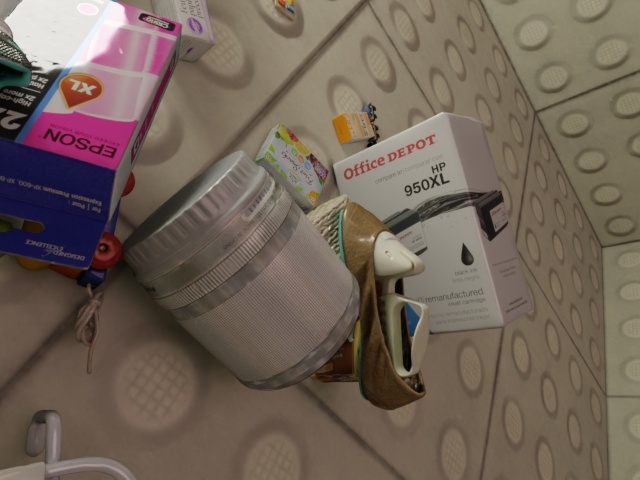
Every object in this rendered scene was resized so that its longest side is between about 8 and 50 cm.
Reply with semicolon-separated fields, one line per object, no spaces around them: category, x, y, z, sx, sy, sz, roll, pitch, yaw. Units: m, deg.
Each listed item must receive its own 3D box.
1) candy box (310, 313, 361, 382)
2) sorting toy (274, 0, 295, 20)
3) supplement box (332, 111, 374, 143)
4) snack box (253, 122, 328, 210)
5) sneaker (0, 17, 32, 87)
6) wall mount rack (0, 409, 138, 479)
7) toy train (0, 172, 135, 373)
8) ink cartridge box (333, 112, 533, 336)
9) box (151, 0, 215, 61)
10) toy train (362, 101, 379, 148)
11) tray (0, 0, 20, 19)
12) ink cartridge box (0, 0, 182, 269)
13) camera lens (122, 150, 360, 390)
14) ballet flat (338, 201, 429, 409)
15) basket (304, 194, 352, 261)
candy box;0.046;0.157;0.803;0.053;0.109;0.186;32;55;-37
sorting toy;-0.086;-0.522;0.962;0.083;0.012;0.061;17;66;-43
supplement box;0.078;-0.261;1.031;0.099;0.036;0.062;-22;94;-48
snack box;-0.053;-0.139;0.850;0.141;0.037;0.100;42;52;-30
sneaker;-0.338;-0.148;0.388;0.076;0.065;0.166;44;54;6
wall mount rack;-0.330;0.302;0.339;0.350;0.131;0.303;8;68;-40
toy train;-0.305;0.014;0.490;0.144;0.105;0.247;15;66;-32
ink cartridge box;0.216;-0.018;0.911;0.166;0.286;0.394;-7;82;-47
box;-0.248;-0.462;0.730;0.063;0.067;0.323;-9;83;-48
toy train;0.124;-0.268;1.092;0.036;0.027;0.158;5;74;-35
tray;-0.376;-0.408;0.601;0.145;0.030;0.270;53;45;-22
ink cartridge box;-0.285;-0.153;0.495;0.176;0.069;0.370;15;54;-15
camera lens;-0.094;0.047;0.606;0.274;0.220;0.219;52;46;-22
ballet flat;0.112;0.094;0.714;0.116;0.124;0.341;8;73;-46
basket;0.000;0.000;0.804;0.167;0.113;0.103;-41;105;-46
